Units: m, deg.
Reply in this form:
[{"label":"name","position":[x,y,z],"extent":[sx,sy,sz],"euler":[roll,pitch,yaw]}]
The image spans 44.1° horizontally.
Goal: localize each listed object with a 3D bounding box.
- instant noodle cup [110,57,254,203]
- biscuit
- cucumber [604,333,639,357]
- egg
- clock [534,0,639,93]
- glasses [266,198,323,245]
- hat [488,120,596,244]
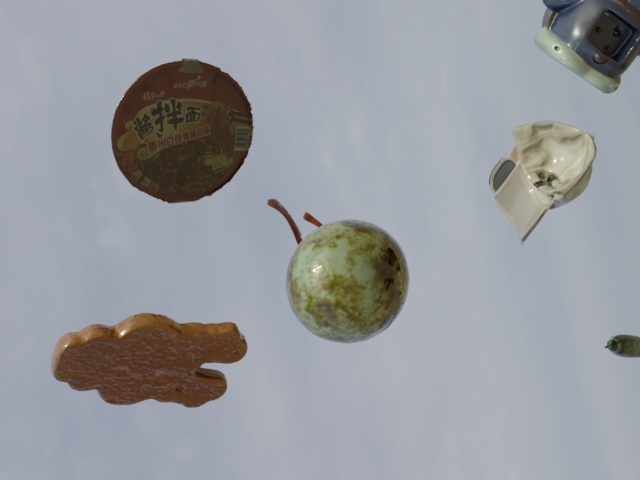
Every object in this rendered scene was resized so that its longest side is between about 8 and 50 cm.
[{"label":"instant noodle cup","position":[-0.264,-0.211,1.474],"extent":[0.274,0.091,0.274],"euler":[-12,-63,-24]},{"label":"biscuit","position":[-0.298,0.209,1.383],"extent":[0.333,0.202,0.047],"euler":[8,-148,-31]},{"label":"cucumber","position":[0.726,0.246,1.843],"extent":[0.250,0.056,0.056],"euler":[10,-113,-40]},{"label":"egg","position":[0.060,0.075,1.550],"extent":[0.289,0.238,0.238],"euler":[-29,-78,-62]},{"label":"clock","position":[0.425,-0.325,1.074],"extent":[0.199,0.243,0.146],"euler":[34,-158,-8]},{"label":"glasses","position":[0.000,0.000,2.008],"extent":[0.118,0.234,0.268],"euler":[-35,-58,-20]},{"label":"hat","position":[0.452,-0.105,1.580],"extent":[0.226,0.164,0.219],"euler":[85,170,-46]}]
